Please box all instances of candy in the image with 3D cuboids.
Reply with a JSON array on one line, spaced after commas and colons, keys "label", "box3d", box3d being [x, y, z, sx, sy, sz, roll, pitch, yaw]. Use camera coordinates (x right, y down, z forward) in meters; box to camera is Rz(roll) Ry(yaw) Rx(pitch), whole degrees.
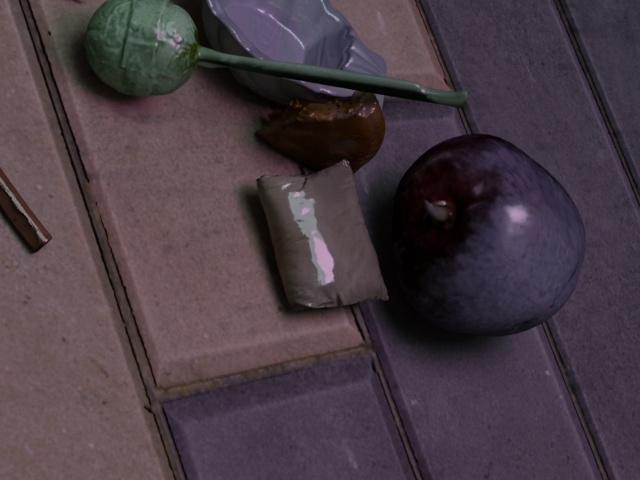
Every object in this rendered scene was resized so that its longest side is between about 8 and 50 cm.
[{"label": "candy", "box3d": [-0.049, -0.195, 1.719, 0.440, 0.119, 0.119, 10, 57, -5]}]

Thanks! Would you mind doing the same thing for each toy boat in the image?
[{"label": "toy boat", "box3d": [-0.047, -0.247, 1.864, 0.290, 0.100, 0.199, 31, 46, -23]}]

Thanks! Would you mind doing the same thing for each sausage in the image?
[{"label": "sausage", "box3d": [-0.322, -0.041, 1.567, 0.116, 0.026, 0.026, 54, 44, -3]}]

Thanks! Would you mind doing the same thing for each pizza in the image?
[{"label": "pizza", "box3d": [0.001, -0.133, 1.837, 0.161, 0.182, 0.062, 1, 69, 7]}]

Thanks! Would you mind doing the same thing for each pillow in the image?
[{"label": "pillow", "box3d": [0.000, 0.000, 1.794, 0.134, 0.078, 0.181, -9, 77, -41]}]

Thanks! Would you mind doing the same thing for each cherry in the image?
[{"label": "cherry", "box3d": [0.207, -0.004, 1.877, 0.296, 0.218, 0.255, 19, 49, -40]}]
